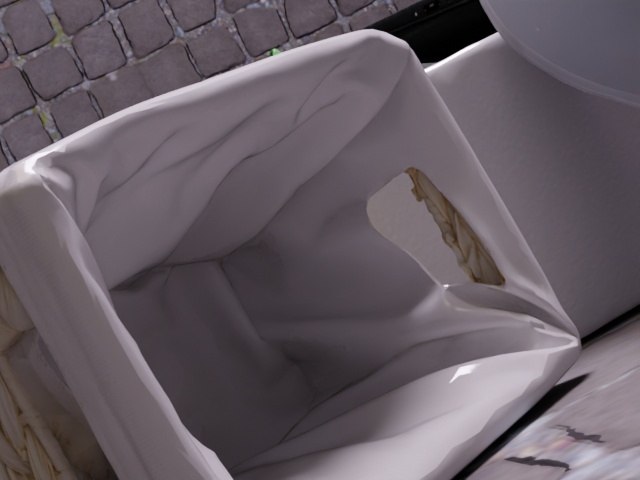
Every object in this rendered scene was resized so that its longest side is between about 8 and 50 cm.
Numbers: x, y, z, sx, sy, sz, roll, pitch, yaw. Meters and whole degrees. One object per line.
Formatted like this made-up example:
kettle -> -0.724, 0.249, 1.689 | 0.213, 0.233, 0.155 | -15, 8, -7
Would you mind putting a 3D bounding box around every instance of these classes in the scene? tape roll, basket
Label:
tape roll -> 0.028, 0.001, 0.669 | 0.286, 0.100, 0.286 | -27, 0, 0
basket -> -0.028, 0.028, 0.449 | 0.103, 0.113, 0.167 | -31, -2, 37

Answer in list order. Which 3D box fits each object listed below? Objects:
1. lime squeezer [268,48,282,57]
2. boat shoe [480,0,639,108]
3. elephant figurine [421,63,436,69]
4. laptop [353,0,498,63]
lime squeezer -> -0.060, 0.043, 1.023 | 0.310, 0.110, 0.059 | -58, 23, -12
boat shoe -> 0.160, -0.077, 0.475 | 0.258, 0.095, 0.084 | 13, 12, 41
elephant figurine -> 0.000, 0.000, 0.884 | 0.169, 0.186, 0.239 | 18, 24, 10
laptop -> 0.251, -0.248, 0.806 | 0.382, 0.236, 0.408 | -6, -6, -33
